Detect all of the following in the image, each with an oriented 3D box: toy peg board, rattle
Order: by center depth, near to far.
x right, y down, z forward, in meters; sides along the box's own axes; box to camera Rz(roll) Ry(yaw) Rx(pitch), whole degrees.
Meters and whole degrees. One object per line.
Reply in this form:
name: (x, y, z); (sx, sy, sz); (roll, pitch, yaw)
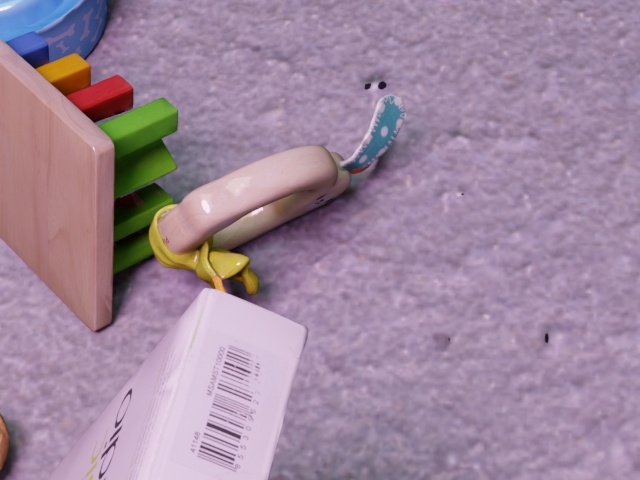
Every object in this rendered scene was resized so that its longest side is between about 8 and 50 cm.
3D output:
rattle: (0.000, 0.000, 0.985); (0.199, 0.130, 0.143); (-19, 62, -38)
toy peg board: (-0.164, -0.056, 1.000); (0.079, 0.161, 0.160); (-28, 54, -33)

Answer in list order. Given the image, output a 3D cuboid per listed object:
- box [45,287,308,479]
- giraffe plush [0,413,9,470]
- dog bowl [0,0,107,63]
box: (-0.114, 0.189, 0.727); (0.058, 0.322, 0.232); (23, 56, -12)
giraffe plush: (-0.310, 0.113, 0.884); (0.210, 0.170, 0.181); (10, 58, 14)
dog bowl: (-0.288, -0.214, 1.167); (0.297, 0.074, 0.166); (27, 63, 24)
